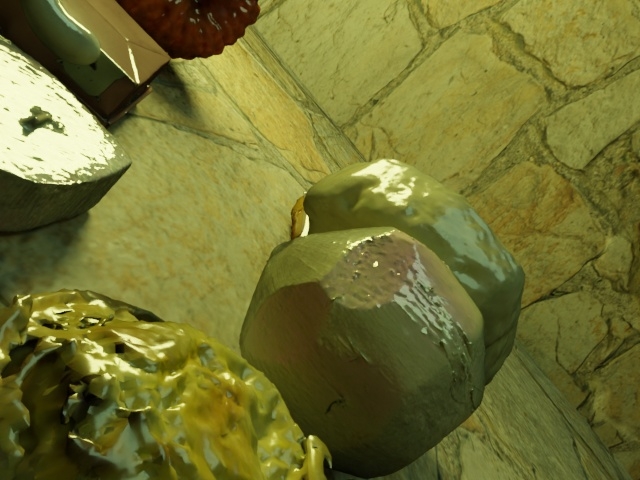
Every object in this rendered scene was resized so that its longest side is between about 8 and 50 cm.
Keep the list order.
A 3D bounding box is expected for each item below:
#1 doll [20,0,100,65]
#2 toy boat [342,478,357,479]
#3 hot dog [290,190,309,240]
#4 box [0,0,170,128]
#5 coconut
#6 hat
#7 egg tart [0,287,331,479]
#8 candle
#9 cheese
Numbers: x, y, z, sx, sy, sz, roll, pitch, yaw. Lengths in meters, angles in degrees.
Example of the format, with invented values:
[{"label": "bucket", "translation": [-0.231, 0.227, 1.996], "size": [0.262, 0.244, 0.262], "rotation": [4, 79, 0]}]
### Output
[{"label": "doll", "translation": [-0.331, -0.270, 0.513], "size": [0.243, 0.159, 0.311], "rotation": [-57, 136, -38]}, {"label": "toy boat", "translation": [0.074, 0.306, 0.500], "size": [0.291, 0.070, 0.210], "rotation": [38, 24, -49]}, {"label": "hot dog", "translation": [0.000, 0.000, 1.009], "size": [0.131, 0.069, 0.253], "rotation": [54, 15, -24]}, {"label": "box", "translation": [-0.294, -0.245, 0.707], "size": [0.215, 0.086, 0.215], "rotation": [44, 17, -18]}, {"label": "coconut", "translation": [0.036, 0.089, 0.585], "size": [0.230, 0.227, 0.227], "rotation": [55, 15, 4]}, {"label": "hat", "translation": [-0.300, -0.471, 1.084], "size": [0.285, 0.285, 0.400], "rotation": [39, -8, -37]}, {"label": "egg tart", "translation": [-0.083, 0.134, 0.372], "size": [0.291, 0.107, 0.291], "rotation": [46, 16, -18]}, {"label": "candle", "translation": [-0.243, -0.084, 0.506], "size": [0.168, 0.068, 0.192], "rotation": [29, 27, -46]}, {"label": "cheese", "translation": [0.102, 0.051, 0.773], "size": [0.115, 0.318, 0.326], "rotation": [-35, 93, -31]}]
